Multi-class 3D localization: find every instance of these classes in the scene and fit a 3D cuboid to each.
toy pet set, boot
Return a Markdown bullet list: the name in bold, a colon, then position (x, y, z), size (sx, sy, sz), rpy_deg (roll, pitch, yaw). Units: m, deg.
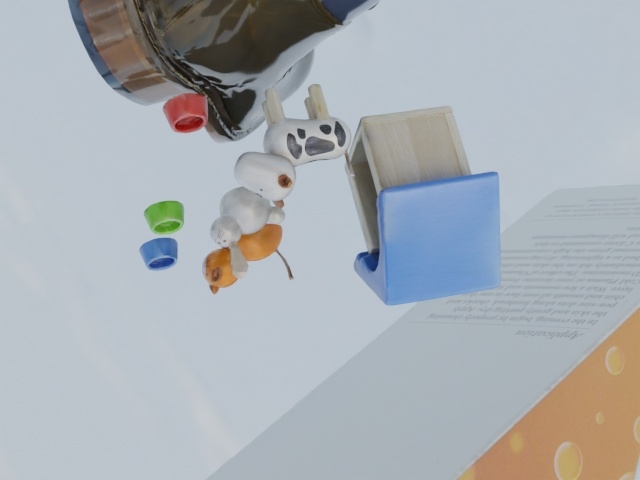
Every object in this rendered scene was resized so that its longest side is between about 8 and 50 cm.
- **toy pet set**: position (0.000, 0.000, 0.616), size (0.122, 0.114, 0.065), rpy_deg (108, 151, -63)
- **boot**: position (-0.009, -0.090, 0.680), size (0.219, 0.106, 0.082), rpy_deg (-11, -95, -75)

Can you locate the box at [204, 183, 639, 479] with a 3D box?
- **box**: position (0.126, 0.141, 0.945), size (0.168, 0.345, 0.215), rpy_deg (-1, 119, 50)
